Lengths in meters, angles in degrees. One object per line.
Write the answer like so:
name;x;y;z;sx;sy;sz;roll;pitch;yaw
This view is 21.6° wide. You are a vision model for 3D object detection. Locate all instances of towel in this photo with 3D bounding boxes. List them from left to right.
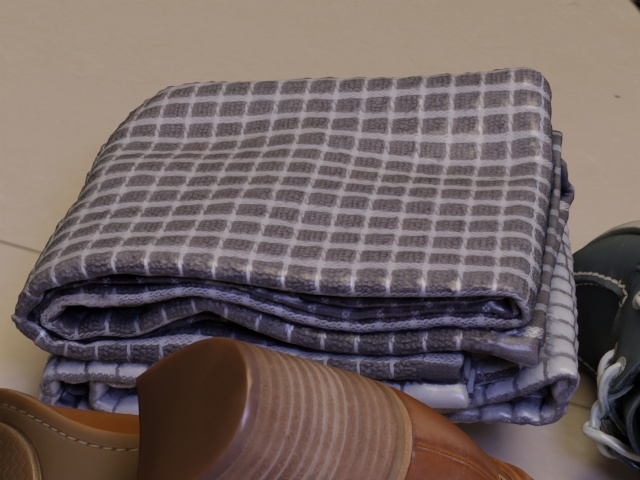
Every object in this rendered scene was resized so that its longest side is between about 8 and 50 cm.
towel;0.000;0.000;0.923;0.283;0.121;0.235;-1;28;10

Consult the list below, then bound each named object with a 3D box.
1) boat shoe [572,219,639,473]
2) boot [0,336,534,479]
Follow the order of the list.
boat shoe;0.184;0.071;0.882;0.099;0.116;0.319;-25;19;-13
boot;-0.037;0.131;0.735;0.220;0.283;0.109;28;47;-36
